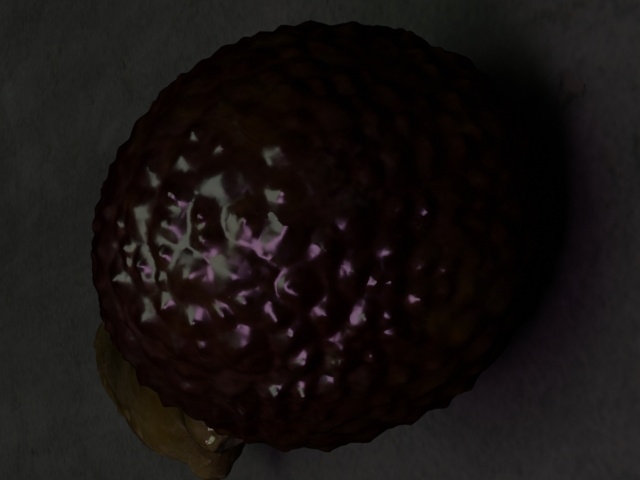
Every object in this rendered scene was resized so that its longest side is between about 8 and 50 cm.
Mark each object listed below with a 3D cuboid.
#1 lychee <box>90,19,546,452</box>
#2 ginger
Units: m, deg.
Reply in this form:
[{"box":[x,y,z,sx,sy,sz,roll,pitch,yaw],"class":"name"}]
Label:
[{"box":[0.000,0.000,0.828,0.260,0.261,0.260,1,91,60],"class":"lychee"},{"box":[-0.084,0.053,1.096,0.270,0.123,0.219,-61,38,41],"class":"ginger"}]
